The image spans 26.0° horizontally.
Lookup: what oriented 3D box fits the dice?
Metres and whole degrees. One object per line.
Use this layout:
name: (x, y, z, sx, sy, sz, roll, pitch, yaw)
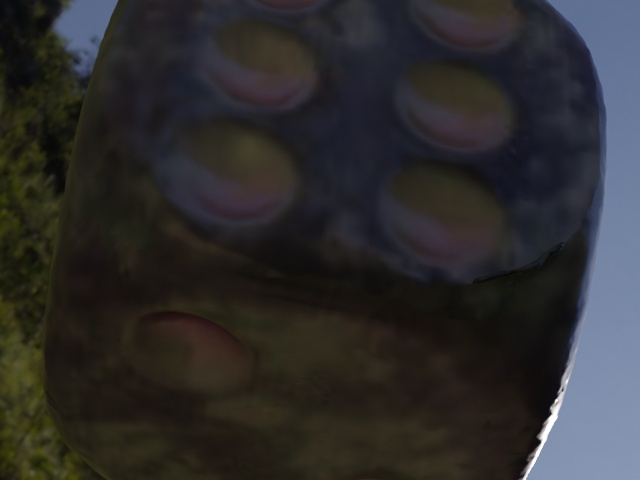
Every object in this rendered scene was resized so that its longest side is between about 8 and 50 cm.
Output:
dice: (0.000, 0.000, 0.794, 0.270, 0.270, 0.271, 11, -38, -2)
